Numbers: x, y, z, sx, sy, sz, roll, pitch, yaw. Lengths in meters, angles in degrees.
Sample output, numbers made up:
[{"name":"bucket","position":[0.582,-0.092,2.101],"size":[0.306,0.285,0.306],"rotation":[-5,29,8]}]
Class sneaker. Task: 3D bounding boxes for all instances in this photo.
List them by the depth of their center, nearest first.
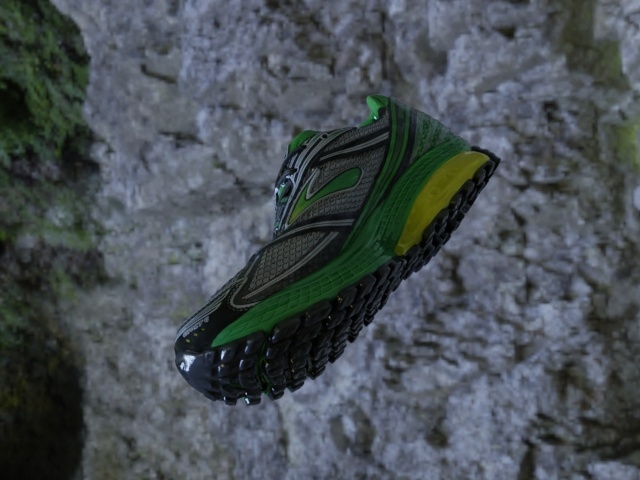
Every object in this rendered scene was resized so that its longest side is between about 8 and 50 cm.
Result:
[{"name":"sneaker","position":[0.000,0.000,0.724],"size":[0.146,0.134,0.343],"rotation":[37,-130,13]}]
